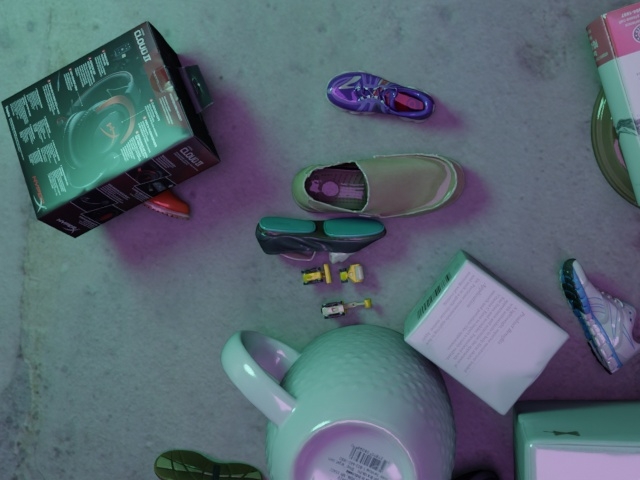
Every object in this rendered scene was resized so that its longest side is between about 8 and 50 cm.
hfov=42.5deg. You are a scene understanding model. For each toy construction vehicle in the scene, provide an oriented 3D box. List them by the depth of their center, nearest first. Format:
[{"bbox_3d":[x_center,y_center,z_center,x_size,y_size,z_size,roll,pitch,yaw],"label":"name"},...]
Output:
[{"bbox_3d":[0.026,0.077,1.304,0.098,0.035,0.086,-13,89,10],"label":"toy construction vehicle"}]

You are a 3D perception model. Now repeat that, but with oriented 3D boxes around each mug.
[{"bbox_3d":[0.017,0.254,1.170,0.374,0.328,0.276,37,97,1],"label":"mug"}]

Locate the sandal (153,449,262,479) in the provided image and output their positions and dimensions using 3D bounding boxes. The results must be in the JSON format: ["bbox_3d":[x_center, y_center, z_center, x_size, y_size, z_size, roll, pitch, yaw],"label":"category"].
[{"bbox_3d":[-0.185,0.389,1.340,0.180,0.072,0.049,10,118,0],"label":"sandal"}]

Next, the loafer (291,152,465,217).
[{"bbox_3d":[0.086,-0.079,1.251,0.268,0.092,0.102,-6,95,6],"label":"loafer"}]

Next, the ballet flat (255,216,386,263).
[{"bbox_3d":[0.000,0.000,1.285,0.203,0.074,0.074,1,95,-1],"label":"ballet flat"}]

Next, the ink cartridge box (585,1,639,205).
[{"bbox_3d":[0.516,-0.203,1.147,0.207,0.117,0.283,-17,93,7],"label":"ink cartridge box"}]

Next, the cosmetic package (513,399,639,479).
[{"bbox_3d":[0.433,0.438,1.116,0.327,0.329,0.394,-1,88,11],"label":"cosmetic package"}]

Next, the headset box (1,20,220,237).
[{"bbox_3d":[-0.302,-0.170,1.236,0.293,0.110,0.218,-27,69,7],"label":"headset box"}]

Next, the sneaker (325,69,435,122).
[{"bbox_3d":[0.092,-0.222,1.249,0.170,0.071,0.068,9,96,5],"label":"sneaker"}]

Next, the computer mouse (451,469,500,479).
[{"bbox_3d":[0.187,0.470,1.266,0.188,0.072,0.272,44,70,-35],"label":"computer mouse"}]

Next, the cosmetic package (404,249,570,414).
[{"bbox_3d":[0.241,0.131,1.227,0.183,0.151,0.151,38,98,1],"label":"cosmetic package"}]

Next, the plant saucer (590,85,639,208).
[{"bbox_3d":[0.549,-0.170,1.228,0.277,0.041,0.278,1,96,5],"label":"plant saucer"}]

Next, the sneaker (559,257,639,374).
[{"bbox_3d":[0.432,0.104,1.255,0.083,0.071,0.191,-28,100,1],"label":"sneaker"}]

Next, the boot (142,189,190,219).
[{"bbox_3d":[-0.263,-0.095,1.302,0.158,0.059,0.085,33,92,3],"label":"boot"}]
